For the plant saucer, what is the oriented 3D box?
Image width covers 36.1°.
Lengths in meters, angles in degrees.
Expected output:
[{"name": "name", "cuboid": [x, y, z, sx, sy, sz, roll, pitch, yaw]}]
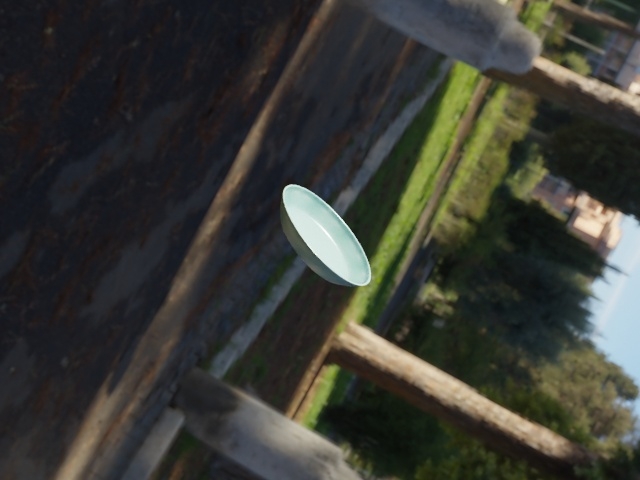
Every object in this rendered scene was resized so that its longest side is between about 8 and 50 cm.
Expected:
[{"name": "plant saucer", "cuboid": [0.000, 0.000, 0.926, 0.021, 0.119, 0.119, -40, 177, 20]}]
